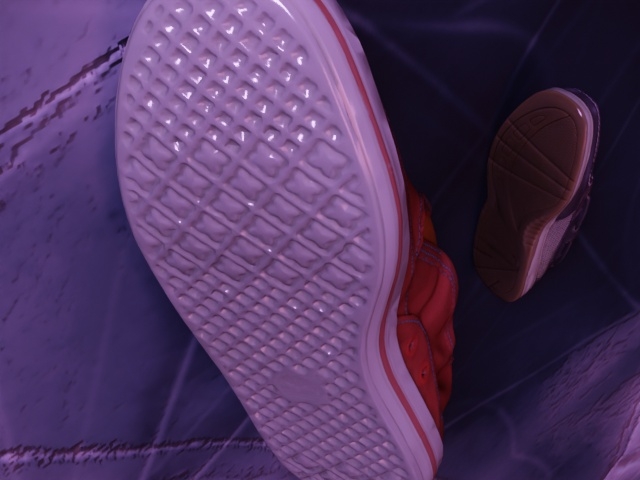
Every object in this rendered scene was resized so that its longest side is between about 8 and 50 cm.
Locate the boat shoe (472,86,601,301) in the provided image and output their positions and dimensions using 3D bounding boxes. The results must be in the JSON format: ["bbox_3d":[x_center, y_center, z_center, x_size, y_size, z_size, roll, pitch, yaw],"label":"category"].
[{"bbox_3d":[0.123,-0.030,0.720,0.049,0.056,0.152,-31,153,-32],"label":"boat shoe"}]

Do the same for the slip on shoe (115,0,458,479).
[{"bbox_3d":[0.000,0.000,0.576,0.331,0.123,0.101,70,35,-49],"label":"slip on shoe"}]
